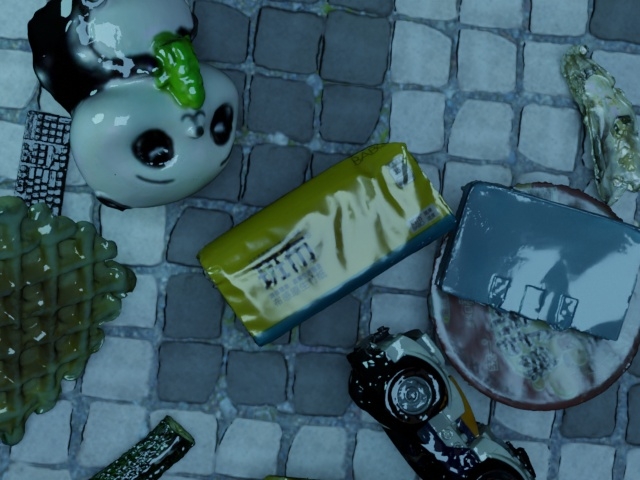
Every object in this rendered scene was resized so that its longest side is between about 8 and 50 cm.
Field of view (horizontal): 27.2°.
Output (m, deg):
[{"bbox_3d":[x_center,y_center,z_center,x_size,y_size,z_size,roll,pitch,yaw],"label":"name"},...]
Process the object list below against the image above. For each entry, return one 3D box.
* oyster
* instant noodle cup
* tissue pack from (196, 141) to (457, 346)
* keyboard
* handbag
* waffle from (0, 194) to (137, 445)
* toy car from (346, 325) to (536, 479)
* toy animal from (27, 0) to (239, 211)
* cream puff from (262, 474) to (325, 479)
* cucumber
[{"bbox_3d":[0.355,-0.141,1.641,0.106,0.061,0.199,-4,91,-23],"label":"oyster"},{"bbox_3d":[0.255,0.066,1.597,0.274,0.091,0.274,0,88,-6],"label":"instant noodle cup"},{"bbox_3d":[0.000,0.000,1.528,0.271,0.192,0.134,-32,93,-6],"label":"tissue pack"},{"bbox_3d":[-0.338,-0.057,1.587,0.060,0.018,0.195,8,88,-7],"label":"keyboard"},{"bbox_3d":[0.255,0.023,1.529,0.221,0.057,0.144,18,90,-5],"label":"handbag"},{"bbox_3d":[-0.359,0.095,1.471,0.309,0.292,0.056,-51,51,5],"label":"waffle"},{"bbox_3d":[0.146,0.229,1.539,0.118,0.193,0.301,-43,94,-11],"label":"toy car"},{"bbox_3d":[-0.206,-0.173,1.506,0.212,0.212,0.266,-30,88,-5],"label":"toy animal"},{"bbox_3d":[0.025,0.371,1.488,0.282,0.282,0.185,12,88,-5],"label":"cream puff"},{"bbox_3d":[-0.234,0.281,1.569,0.187,0.058,0.058,-37,92,-7],"label":"cucumber"}]
